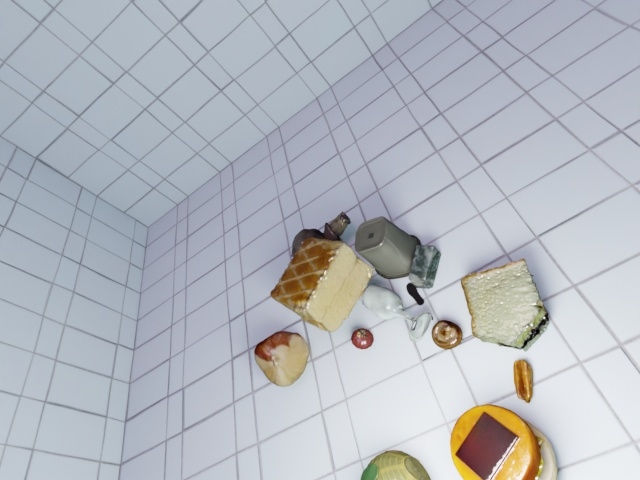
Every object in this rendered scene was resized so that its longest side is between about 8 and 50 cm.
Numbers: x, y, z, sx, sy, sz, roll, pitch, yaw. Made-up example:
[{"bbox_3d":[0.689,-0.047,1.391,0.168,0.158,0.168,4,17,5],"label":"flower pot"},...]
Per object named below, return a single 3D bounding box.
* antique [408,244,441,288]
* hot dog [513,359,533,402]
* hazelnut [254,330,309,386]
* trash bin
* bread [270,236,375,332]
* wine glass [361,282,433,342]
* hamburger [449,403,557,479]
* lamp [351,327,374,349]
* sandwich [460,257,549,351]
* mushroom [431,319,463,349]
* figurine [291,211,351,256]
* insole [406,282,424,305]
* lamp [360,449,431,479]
[{"bbox_3d":[0.459,0.119,1.922,0.086,0.088,0.182,0,61,41],"label":"antique"},{"bbox_3d":[0.694,0.479,1.489,0.062,0.038,0.144,-13,55,30],"label":"hot dog"},{"bbox_3d":[-0.182,0.550,2.038,0.261,0.241,0.261,1,77,-4],"label":"hazelnut"},{"bbox_3d":[0.302,0.029,2.004,0.219,0.250,0.219,-20,49,37],"label":"trash bin"},{"bbox_3d":[0.001,0.203,2.036,0.371,0.279,0.390,-60,24,-14],"label":"bread"},{"bbox_3d":[0.320,0.298,1.869,0.143,0.143,0.321,-52,42,-4],"label":"wine glass"},{"bbox_3d":[0.557,0.661,1.329,0.291,0.225,0.290,-29,38,26],"label":"hamburger"},{"bbox_3d":[0.184,0.433,1.921,0.101,0.090,0.101,-2,33,1],"label":"lamp"},{"bbox_3d":[0.680,0.250,1.605,0.262,0.131,0.325,-23,45,25],"label":"sandwich"},{"bbox_3d":[0.496,0.368,1.709,0.126,0.085,0.109,46,129,47],"label":"mushroom"},{"bbox_3d":[0.001,-0.001,2.319,0.381,0.203,0.248,-40,38,8],"label":"figurine"},{"bbox_3d":[0.419,0.237,1.932,0.045,0.002,0.135,-42,42,10],"label":"insole"},{"bbox_3d":[0.246,0.854,1.455,0.284,0.250,0.250,-61,39,15],"label":"lamp"}]
